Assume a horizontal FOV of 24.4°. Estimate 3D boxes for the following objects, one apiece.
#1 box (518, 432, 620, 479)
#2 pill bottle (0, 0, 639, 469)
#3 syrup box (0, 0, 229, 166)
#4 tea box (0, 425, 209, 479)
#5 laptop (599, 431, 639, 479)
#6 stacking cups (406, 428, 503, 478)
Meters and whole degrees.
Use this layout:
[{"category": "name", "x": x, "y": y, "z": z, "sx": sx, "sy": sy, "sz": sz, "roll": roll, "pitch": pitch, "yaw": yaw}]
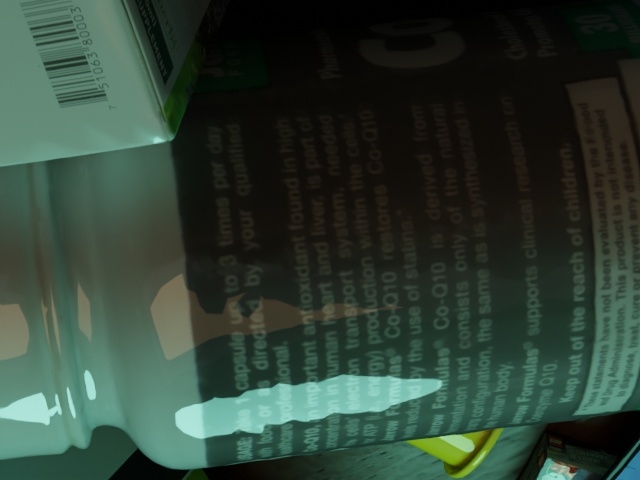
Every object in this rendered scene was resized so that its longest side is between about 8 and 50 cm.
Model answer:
[{"category": "box", "x": 0.165, "y": 0.194, "z": 0.974, "sx": 0.093, "sy": 0.027, "sz": 0.137, "roll": 18, "pitch": 124, "yaw": -7}, {"category": "pill bottle", "x": 0.000, "y": 0.000, "z": 0.714, "sx": 0.360, "sy": 0.204, "sz": 0.204, "roll": -7, "pitch": 124, "yaw": -6}, {"category": "syrup box", "x": -0.098, "y": -0.135, "z": 0.658, "sx": 0.096, "sy": 0.237, "sz": 0.093, "roll": -7, "pitch": 123, "yaw": 15}, {"category": "tea box", "x": -0.211, "y": 0.283, "z": 0.913, "sx": 0.329, "sy": 0.220, "sz": 0.324, "roll": -30, "pitch": 96, "yaw": 24}, {"category": "laptop", "x": 0.251, "y": 0.271, "z": 0.926, "sx": 0.234, "sy": 0.264, "sz": 0.136, "roll": 19, "pitch": 161, "yaw": -17}, {"category": "stacking cups", "x": -0.037, "y": 0.027, "z": 0.861, "sx": 0.316, "sy": 0.096, "sz": 0.096, "roll": 28, "pitch": 123, "yaw": -5}]
